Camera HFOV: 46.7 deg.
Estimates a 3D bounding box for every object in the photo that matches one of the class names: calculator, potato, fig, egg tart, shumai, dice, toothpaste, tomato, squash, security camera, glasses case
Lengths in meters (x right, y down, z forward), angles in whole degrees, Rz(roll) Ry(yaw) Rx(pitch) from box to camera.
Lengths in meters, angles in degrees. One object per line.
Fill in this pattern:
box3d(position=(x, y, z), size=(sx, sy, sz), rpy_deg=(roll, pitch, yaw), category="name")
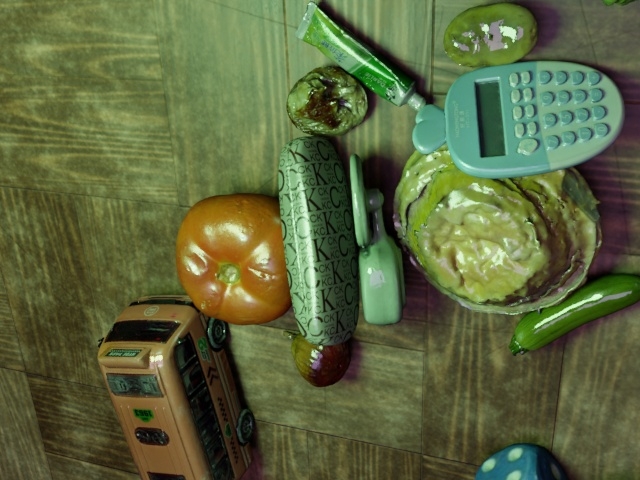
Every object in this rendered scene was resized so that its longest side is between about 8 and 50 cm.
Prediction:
box3d(position=(0.288, -0.179, 1.096), size=(0.303, 0.042, 0.188), rpy_deg=(-5, 67, 16), category="calculator")
box3d(position=(0.252, -0.304, 1.101), size=(0.138, 0.070, 0.091), rpy_deg=(-1, 108, 20), category="potato")
box3d(position=(-0.001, 0.220, 1.455), size=(0.119, 0.153, 0.119), rpy_deg=(-4, 103, -19), category="fig")
box3d(position=(0.268, -0.015, 1.186), size=(0.352, 0.150, 0.351), rpy_deg=(13, 122, 22), category="egg tart")
box3d(position=(-0.003, -0.219, 1.236), size=(0.139, 0.105, 0.123), rpy_deg=(5, 127, 51), category="shumai")
box3d(position=(0.381, 0.477, 1.383), size=(0.146, 0.146, 0.143), rpy_deg=(-34, 100, 30), category="dice")
box3d(position=(0.068, -0.288, 1.199), size=(0.248, 0.047, 0.078), rpy_deg=(37, 139, 3), category="toothpaste")
box3d(position=(-0.135, 0.030, 1.352), size=(0.260, 0.180, 0.259), rpy_deg=(9, 119, 16), category="tomato")
box3d(position=(0.420, 0.118, 1.240), size=(0.258, 0.069, 0.069), rpy_deg=(-33, 99, 31), category="squash")
box3d(position=(0.096, -0.003, 1.266), size=(0.080, 0.157, 0.301), rpy_deg=(-7, 111, 6), category="security camera")
box3d(position=(0.000, 0.000, 1.253), size=(0.085, 0.137, 0.354), rpy_deg=(-8, 87, 33), category="glasses case")

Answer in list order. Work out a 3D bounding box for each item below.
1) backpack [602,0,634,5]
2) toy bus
box3d(position=(0.359, -0.425, 0.928), size=(0.140, 0.207, 0.253), rpy_deg=(-40, 87, 9), category="backpack")
box3d(position=(-0.299, 0.336, 1.535), size=(0.203, 0.233, 0.426), rpy_deg=(-3, 114, 23), category="toy bus")
